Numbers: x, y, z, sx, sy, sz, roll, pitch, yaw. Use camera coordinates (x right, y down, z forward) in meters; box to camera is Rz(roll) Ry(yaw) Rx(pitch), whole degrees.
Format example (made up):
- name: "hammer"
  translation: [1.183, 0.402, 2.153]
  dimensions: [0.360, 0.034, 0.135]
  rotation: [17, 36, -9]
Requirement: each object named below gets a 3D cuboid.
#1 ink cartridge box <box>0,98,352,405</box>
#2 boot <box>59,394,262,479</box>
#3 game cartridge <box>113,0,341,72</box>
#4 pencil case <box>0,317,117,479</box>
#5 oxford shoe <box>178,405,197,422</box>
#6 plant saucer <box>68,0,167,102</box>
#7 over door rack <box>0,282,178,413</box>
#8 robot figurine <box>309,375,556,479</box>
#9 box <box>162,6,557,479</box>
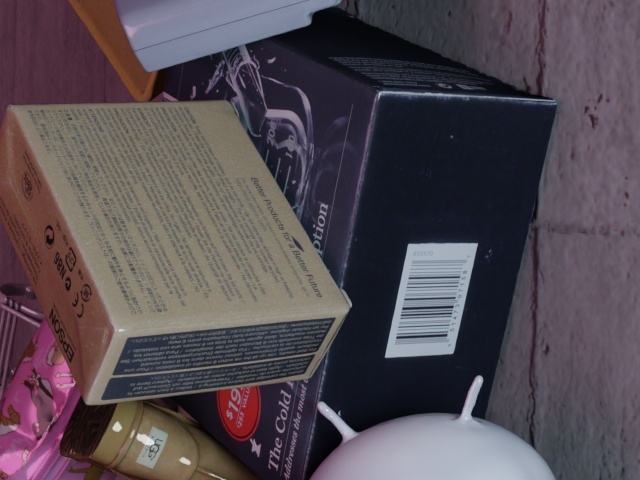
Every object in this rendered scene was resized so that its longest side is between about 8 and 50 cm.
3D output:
- name: "ink cartridge box"
  translation: [-0.117, 0.002, 1.234]
  dimensions: [0.235, 0.193, 0.088]
  rotation: [59, 138, 36]
- name: "boot"
  translation: [-0.090, 0.214, 1.476]
  dimensions: [0.089, 0.269, 0.236]
  rotation: [-62, 15, -1]
- name: "game cartridge"
  translation: [-0.075, -0.257, 1.403]
  dimensions: [0.297, 0.198, 0.062]
  rotation: [-87, -19, -51]
- name: "pencil case"
  translation: [-0.201, 0.081, 1.632]
  dimensions: [0.160, 0.167, 0.386]
  rotation: [39, 109, 31]
- name: "oxford shoe"
  translation: [-0.093, 0.295, 1.566]
  dimensions: [0.140, 0.146, 0.397]
  rotation: [-33, 64, 52]
- name: "plant saucer"
  translation: [-0.167, -0.361, 1.711]
  dimensions: [0.333, 0.081, 0.333]
  rotation: [54, 132, 40]
- name: "over door rack"
  translation: [-0.259, 0.215, 1.861]
  dimensions: [0.324, 0.108, 0.239]
  rotation: [29, 115, 38]
- name: "robot figurine"
  translation: [0.095, 0.278, 1.215]
  dimensions: [0.200, 0.300, 0.353]
  rotation: [-51, -52, -84]
- name: "box"
  translation: [0.000, 0.000, 1.392]
  dimensions: [0.312, 0.179, 0.343]
  rotation: [32, 117, 52]
